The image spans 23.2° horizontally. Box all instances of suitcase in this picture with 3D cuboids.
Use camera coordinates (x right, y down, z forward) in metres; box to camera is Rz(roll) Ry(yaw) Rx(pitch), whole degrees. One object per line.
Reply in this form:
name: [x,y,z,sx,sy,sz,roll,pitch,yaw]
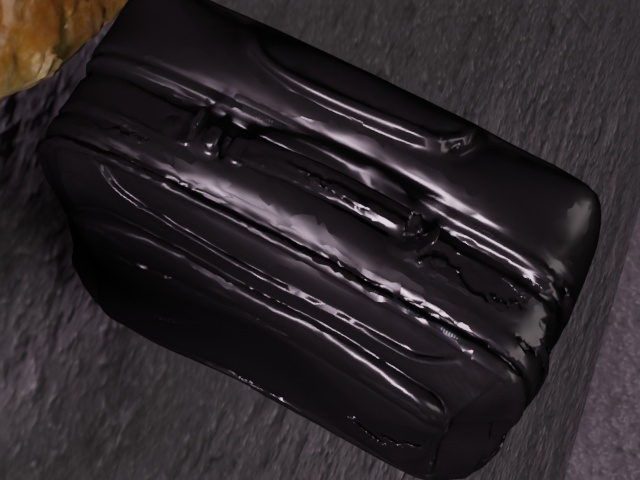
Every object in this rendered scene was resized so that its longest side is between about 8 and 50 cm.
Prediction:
suitcase: [0.000,0.000,1.037,0.188,0.345,0.339,-59,171,-18]

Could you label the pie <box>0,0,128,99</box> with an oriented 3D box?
pie: [-0.182,-0.235,0.878,0.339,0.083,0.339,-48,146,-49]
